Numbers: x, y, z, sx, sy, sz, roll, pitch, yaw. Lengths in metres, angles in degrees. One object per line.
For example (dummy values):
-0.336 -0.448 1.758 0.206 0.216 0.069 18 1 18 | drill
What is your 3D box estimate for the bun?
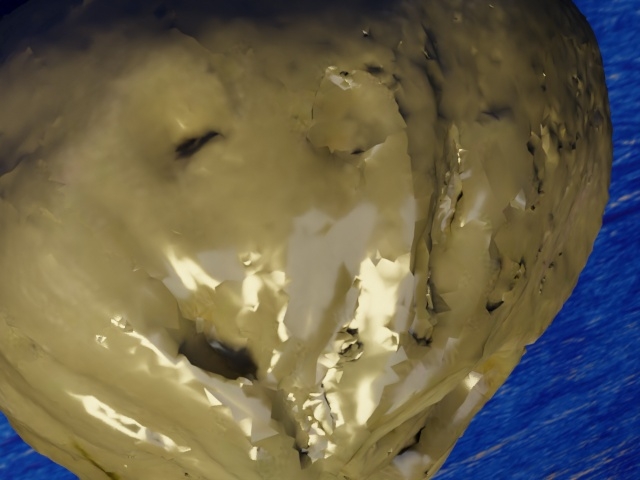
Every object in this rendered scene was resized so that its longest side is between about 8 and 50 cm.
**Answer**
0.000 0.000 0.693 0.326 0.234 0.362 -44 152 -2 | bun
